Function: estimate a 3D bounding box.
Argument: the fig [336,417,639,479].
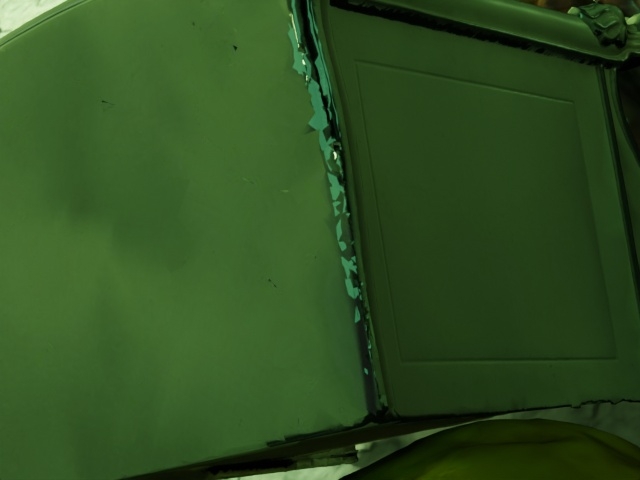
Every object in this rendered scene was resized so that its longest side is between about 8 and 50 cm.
[{"bbox_3d":[0.062,0.244,0.751,0.343,0.343,0.343,-24,48,29],"label":"fig"}]

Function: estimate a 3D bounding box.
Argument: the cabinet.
[{"bbox_3d":[0.000,0.000,0.917,0.290,0.318,0.228,-18,77,38],"label":"cabinet"}]

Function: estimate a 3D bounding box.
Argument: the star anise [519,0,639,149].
[{"bbox_3d":[0.155,-0.159,1.101,0.292,0.109,0.350,18,76,40],"label":"star anise"}]
